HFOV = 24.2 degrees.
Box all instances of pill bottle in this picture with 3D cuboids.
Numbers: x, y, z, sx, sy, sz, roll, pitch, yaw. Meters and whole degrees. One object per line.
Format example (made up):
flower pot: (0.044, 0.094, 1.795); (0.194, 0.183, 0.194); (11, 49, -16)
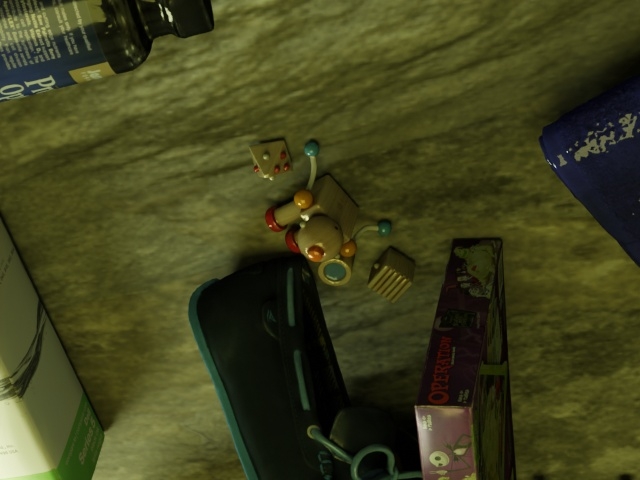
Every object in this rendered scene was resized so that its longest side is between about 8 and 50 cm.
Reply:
pill bottle: (-0.191, -0.167, 1.046); (0.219, 0.123, 0.123); (-13, 123, 3)

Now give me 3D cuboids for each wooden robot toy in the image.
wooden robot toy: (0.000, 0.000, 1.174); (0.076, 0.079, 0.173); (-31, 115, 27)

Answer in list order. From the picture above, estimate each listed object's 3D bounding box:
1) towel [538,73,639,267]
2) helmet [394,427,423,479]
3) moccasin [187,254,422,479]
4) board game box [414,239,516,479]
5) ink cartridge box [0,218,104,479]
towel: (0.341, -0.076, 1.074); (0.308, 0.076, 0.227); (-27, 124, 25)
helmet: (0.030, 0.253, 1.304); (0.169, 0.169, 0.162); (5, 129, 6)
moccasin: (0.004, 0.159, 1.156); (0.117, 0.342, 0.138); (-29, 162, 7)
board game box: (0.126, 0.197, 1.217); (0.056, 0.208, 0.347); (-1, 125, 10)
ink cartridge box: (-0.332, 0.119, 1.291); (0.198, 0.115, 0.273); (-8, 124, 14)
